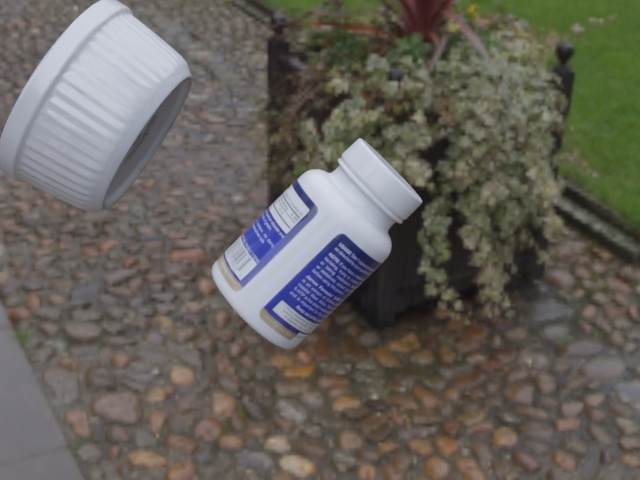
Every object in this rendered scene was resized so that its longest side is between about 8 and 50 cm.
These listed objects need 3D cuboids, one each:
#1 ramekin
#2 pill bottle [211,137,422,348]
[{"bbox_3d":[-0.218,-0.126,1.061,0.109,0.207,0.207,34,31,-2],"label":"ramekin"},{"bbox_3d":[0.000,0.000,0.981,0.186,0.112,0.112,-44,31,8],"label":"pill bottle"}]
